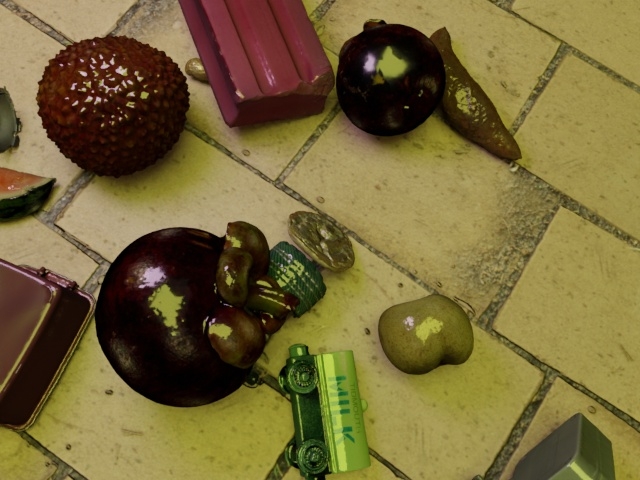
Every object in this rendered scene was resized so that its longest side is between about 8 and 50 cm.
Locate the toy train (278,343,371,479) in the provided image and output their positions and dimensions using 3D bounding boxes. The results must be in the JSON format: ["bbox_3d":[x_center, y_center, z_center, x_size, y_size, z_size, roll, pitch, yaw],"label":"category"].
[{"bbox_3d":[0.012,0.309,1.123,0.157,0.105,0.253,-4,75,-18],"label":"toy train"}]

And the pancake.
[{"bbox_3d":[0.000,0.000,1.203,0.158,0.158,0.028,45,120,9],"label":"pancake"}]

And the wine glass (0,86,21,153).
[{"bbox_3d":[-0.774,-0.236,1.215,0.321,0.143,0.143,-1,74,0],"label":"wine glass"}]

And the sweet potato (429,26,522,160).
[{"bbox_3d":[0.306,-0.302,1.319,0.114,0.092,0.342,-23,76,-27],"label":"sweet potato"}]

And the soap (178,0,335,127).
[{"bbox_3d":[-0.135,-0.426,1.284,0.232,0.128,0.360,-15,74,-26],"label":"soap"}]

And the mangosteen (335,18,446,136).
[{"bbox_3d":[0.129,-0.339,1.268,0.228,0.228,0.265,-25,48,-10],"label":"mangosteen"}]

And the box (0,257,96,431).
[{"bbox_3d":[-0.554,0.177,1.090,0.193,0.167,0.294,24,74,2],"label":"box"}]

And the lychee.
[{"bbox_3d":[-0.391,-0.260,1.181,0.275,0.304,0.276,-1,92,-39],"label":"lychee"}]

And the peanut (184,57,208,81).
[{"bbox_3d":[-0.234,-0.367,1.329,0.113,0.054,0.054,1,73,-6],"label":"peanut"}]

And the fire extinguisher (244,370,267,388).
[{"bbox_3d":[-0.143,0.253,1.165,0.083,0.025,0.038,31,112,6],"label":"fire extinguisher"}]

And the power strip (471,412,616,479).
[{"bbox_3d":[0.357,0.414,1.052,0.141,0.229,0.261,45,110,14],"label":"power strip"}]

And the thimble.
[{"bbox_3d":[-0.057,0.073,1.172,0.090,0.118,0.135,-42,78,-12],"label":"thimble"}]

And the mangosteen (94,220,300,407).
[{"bbox_3d":[-0.201,0.117,1.046,0.346,0.307,0.307,-20,74,19],"label":"mangosteen"}]

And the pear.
[{"bbox_3d":[0.191,0.174,1.135,0.167,0.167,0.137,-16,78,-8],"label":"pear"}]

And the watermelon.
[{"bbox_3d":[-0.654,-0.100,1.227,0.245,0.063,0.119,5,55,3],"label":"watermelon"}]
